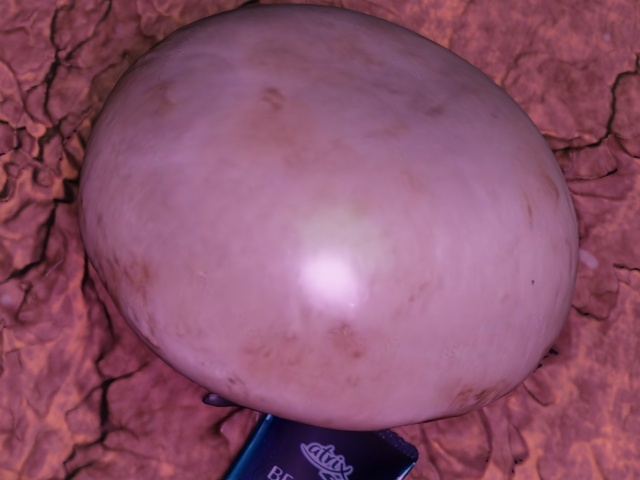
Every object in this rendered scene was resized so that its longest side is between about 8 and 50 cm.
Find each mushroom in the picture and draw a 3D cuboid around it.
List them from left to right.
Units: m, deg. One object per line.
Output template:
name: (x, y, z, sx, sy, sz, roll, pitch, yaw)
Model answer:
mushroom: (0.000, 0.000, 0.957, 0.362, 0.294, 0.362, 14, 35, -10)

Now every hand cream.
hand cream: (-0.041, 0.224, 0.967, 0.120, 0.061, 0.270, 35, 58, 5)
